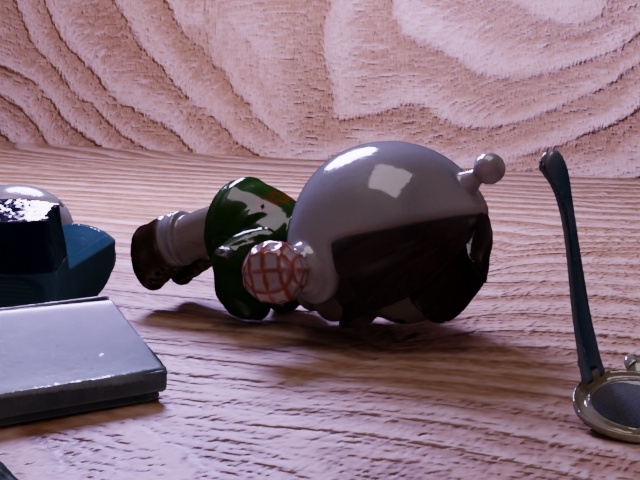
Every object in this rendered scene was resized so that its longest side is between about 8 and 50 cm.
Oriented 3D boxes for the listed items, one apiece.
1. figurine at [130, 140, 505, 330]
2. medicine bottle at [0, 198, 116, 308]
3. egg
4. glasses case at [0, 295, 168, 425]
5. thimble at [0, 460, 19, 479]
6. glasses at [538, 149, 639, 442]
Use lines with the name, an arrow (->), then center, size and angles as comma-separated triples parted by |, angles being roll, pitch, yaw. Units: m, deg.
figurine -> 0.000, 0.000, 1.155 | 0.370, 0.167, 0.281 | -4, 0, 31
medicine bottle -> -0.244, 0.018, 1.132 | 0.079, 0.124, 0.258 | 1, 6, 5
egg -> -0.331, -0.008, 1.349 | 0.135, 0.103, 0.103 | -6, 11, -30
glasses case -> -0.246, 0.100, 0.862 | 0.266, 0.056, 0.105 | -6, 35, -36
thimble -> -0.179, 0.122, 0.459 | 0.135, 0.118, 0.090 | 16, 12, -7
glasses -> 0.202, 0.052, 0.769 | 0.088, 0.221, 0.189 | -46, 31, -20
